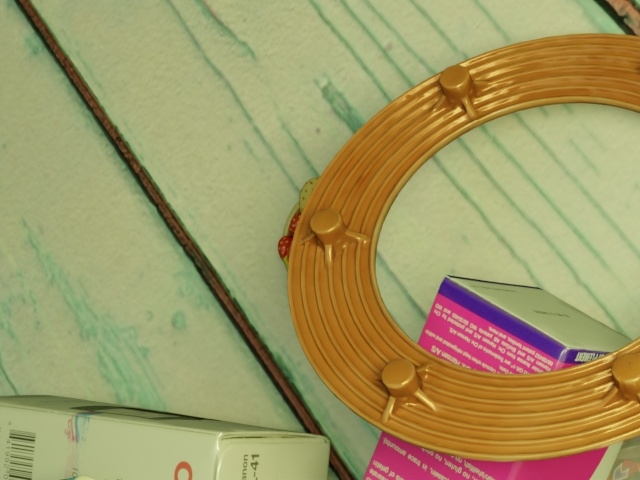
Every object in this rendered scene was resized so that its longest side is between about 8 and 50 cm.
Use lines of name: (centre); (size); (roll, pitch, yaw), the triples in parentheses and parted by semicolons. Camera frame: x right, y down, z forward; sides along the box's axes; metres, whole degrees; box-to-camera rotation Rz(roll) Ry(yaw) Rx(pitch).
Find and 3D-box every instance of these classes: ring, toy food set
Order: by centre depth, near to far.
ring: (0.136, -0.012, 1.162); (0.337, 0.032, 0.336); (-11, 49, 13)
toy food set: (0.000, 0.000, 1.415); (0.083, 0.020, 0.082); (-50, 56, 24)

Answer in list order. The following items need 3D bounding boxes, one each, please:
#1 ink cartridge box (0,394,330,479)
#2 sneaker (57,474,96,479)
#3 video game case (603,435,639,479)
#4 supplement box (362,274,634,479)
ink cartridge box: (-0.152, 0.243, 1.443); (0.306, 0.131, 0.226); (4, 89, 40)
sneaker: (-0.166, 0.278, 1.311); (0.092, 0.087, 0.228); (-33, 68, 33)
video game case: (0.172, 0.160, 1.241); (0.201, 0.023, 0.183); (-2, 83, 41)
supplement box: (0.109, 0.147, 1.208); (0.114, 0.111, 0.220); (31, 105, 39)
